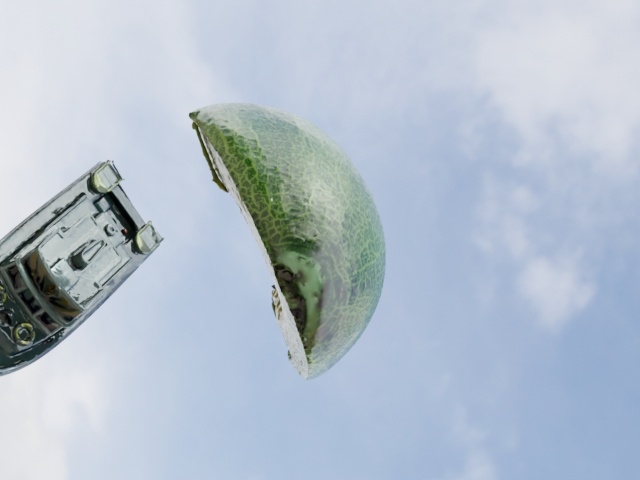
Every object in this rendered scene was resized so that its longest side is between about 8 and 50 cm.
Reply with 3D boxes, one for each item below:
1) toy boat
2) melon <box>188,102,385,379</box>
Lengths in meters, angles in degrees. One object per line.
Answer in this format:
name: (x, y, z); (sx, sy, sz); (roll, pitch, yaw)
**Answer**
toy boat: (-0.263, 0.035, 1.267); (0.122, 0.296, 0.114); (-24, -73, 38)
melon: (0.000, 0.000, 1.145); (0.169, 0.129, 0.265); (-130, -161, -66)
